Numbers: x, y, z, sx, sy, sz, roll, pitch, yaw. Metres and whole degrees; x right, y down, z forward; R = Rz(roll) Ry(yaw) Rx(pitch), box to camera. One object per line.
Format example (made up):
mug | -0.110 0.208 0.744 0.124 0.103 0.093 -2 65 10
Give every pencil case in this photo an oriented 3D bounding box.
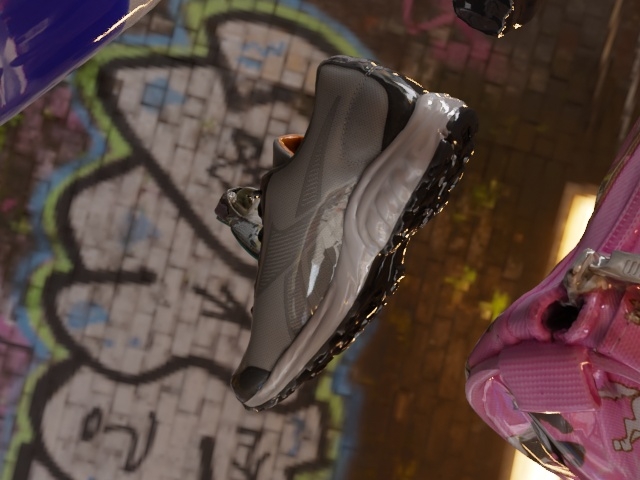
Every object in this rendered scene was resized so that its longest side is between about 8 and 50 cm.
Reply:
pencil case | 0.218 -0.056 0.583 0.386 0.160 0.167 -58 173 -18

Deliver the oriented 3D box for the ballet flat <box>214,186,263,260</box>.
ballet flat | -0.048 -0.016 0.926 0.114 0.041 0.041 42 -63 63

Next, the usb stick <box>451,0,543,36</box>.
usb stick | 0.153 -0.219 0.628 0.278 0.045 0.077 -54 178 -14

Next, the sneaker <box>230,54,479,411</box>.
sneaker | 0.000 0.000 0.818 0.100 0.108 0.272 -37 159 -54

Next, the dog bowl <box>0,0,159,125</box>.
dog bowl | -0.187 -0.172 0.521 0.104 0.265 0.265 -44 -178 -19
